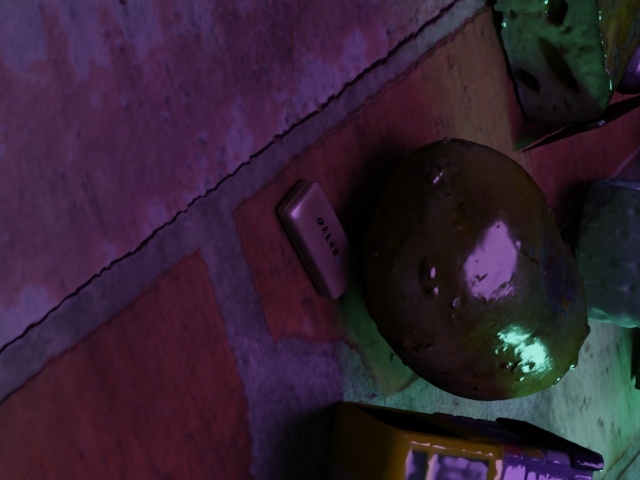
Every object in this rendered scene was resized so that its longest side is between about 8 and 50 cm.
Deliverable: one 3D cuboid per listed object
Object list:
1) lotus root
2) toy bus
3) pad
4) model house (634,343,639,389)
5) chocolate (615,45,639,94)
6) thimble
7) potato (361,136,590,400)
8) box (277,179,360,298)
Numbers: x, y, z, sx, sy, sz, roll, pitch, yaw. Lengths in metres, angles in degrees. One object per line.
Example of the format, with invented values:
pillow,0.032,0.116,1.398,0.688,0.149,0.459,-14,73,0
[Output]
lotus root,0.297,-0.294,1.665,0.260,0.149,0.267,-48,134,-31
toy bus,0.092,0.382,1.479,0.249,0.209,0.440,10,91,-15
pad,0.304,-0.135,1.733,0.187,0.113,0.006,-27,96,-45
model house,0.457,0.198,1.934,0.181,0.176,0.248,39,67,-57
chocolate,0.366,-0.240,1.814,0.072,0.072,0.167,41,70,-46
thimble,0.407,0.025,1.789,0.205,0.250,0.172,-35,131,-81
potato,0.152,0.043,1.541,0.307,0.173,0.210,49,52,-42
box,0.000,0.000,1.467,0.048,0.025,0.115,-52,133,-31
